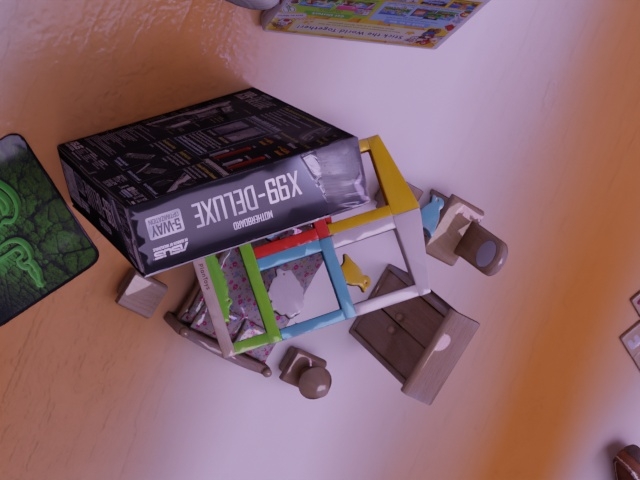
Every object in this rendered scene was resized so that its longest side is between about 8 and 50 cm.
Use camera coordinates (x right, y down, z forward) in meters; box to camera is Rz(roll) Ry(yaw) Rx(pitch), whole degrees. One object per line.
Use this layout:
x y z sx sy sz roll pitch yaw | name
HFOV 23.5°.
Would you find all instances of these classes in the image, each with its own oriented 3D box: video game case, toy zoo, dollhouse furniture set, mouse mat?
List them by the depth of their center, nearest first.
0.077 -0.273 1.690 0.227 0.206 0.026 2 70 -26 | video game case
-0.349 -0.008 1.699 0.152 0.007 0.190 -34 120 -8 | mouse mat
0.000 0.000 1.748 0.293 0.030 0.192 -18 87 -6 | toy zoo
0.001 0.035 1.779 0.355 0.174 0.303 27 97 -31 | dollhouse furniture set

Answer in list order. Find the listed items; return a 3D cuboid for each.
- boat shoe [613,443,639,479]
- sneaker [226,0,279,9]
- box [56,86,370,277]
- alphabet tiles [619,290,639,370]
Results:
0.464 0.436 2.186 0.116 0.123 0.324 -26 117 -11 | boat shoe
-0.150 -0.307 1.635 0.237 0.085 0.086 10 77 -23 | sneaker
-0.121 -0.071 1.603 0.242 0.307 0.076 -18 111 -18 | box
0.525 0.126 2.152 0.198 0.009 0.237 -39 121 -6 | alphabet tiles
